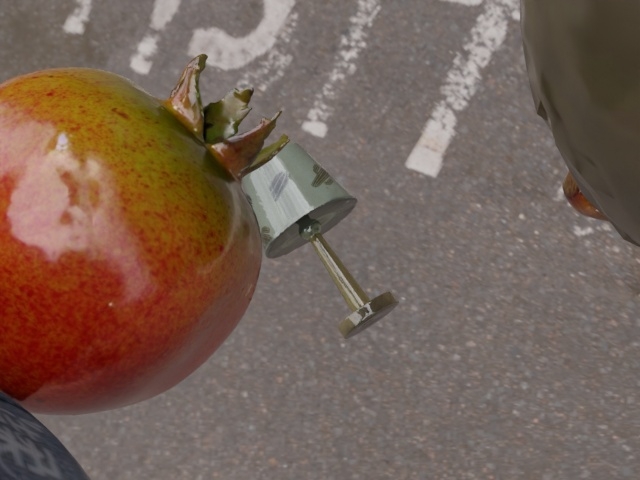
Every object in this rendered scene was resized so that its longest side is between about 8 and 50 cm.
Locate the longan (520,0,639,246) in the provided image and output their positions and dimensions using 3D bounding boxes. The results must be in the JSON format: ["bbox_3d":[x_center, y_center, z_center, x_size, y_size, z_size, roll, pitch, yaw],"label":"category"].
[{"bbox_3d":[0.315,-0.179,0.550,0.404,0.404,0.436,50,139,32],"label":"longan"}]

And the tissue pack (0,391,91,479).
[{"bbox_3d":[-0.256,0.064,0.324,0.124,0.394,0.288,-55,33,-5],"label":"tissue pack"}]

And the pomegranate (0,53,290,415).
[{"bbox_3d":[-0.133,-0.012,0.600,0.257,0.221,0.221,-41,57,-5],"label":"pomegranate"}]

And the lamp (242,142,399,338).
[{"bbox_3d":[0.000,0.000,1.051,0.121,0.121,0.214,-39,76,20],"label":"lamp"}]

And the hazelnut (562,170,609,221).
[{"bbox_3d":[0.308,-0.057,1.042,0.086,0.086,0.086,-9,73,32],"label":"hazelnut"}]
